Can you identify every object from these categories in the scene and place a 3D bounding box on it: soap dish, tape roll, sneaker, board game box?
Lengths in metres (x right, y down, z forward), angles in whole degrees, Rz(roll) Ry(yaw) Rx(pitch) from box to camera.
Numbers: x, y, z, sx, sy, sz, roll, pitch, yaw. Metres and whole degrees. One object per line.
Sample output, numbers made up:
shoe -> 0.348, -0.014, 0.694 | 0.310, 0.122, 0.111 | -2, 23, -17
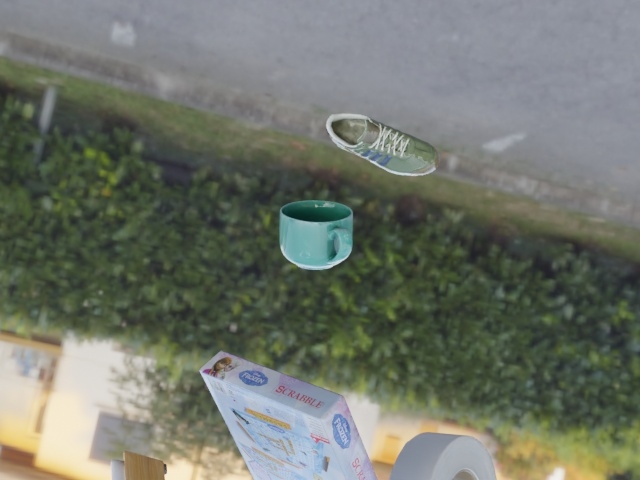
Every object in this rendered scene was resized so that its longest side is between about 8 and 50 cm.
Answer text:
soap dish -> -0.378, 0.607, 1.980 | 0.118, 0.291, 0.229 | -4, 158, -13
tape roll -> 0.249, 0.532, 1.883 | 0.100, 0.286, 0.286 | -5, 164, 38
sneaker -> 0.091, -0.156, 1.489 | 0.192, 0.064, 0.086 | 21, 176, 23
board game box -> -0.044, 0.372, 1.696 | 0.319, 0.066, 0.318 | 13, 134, 43

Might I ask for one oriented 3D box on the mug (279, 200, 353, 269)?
mug -> -0.009, -0.002, 1.630 | 0.129, 0.097, 0.158 | 3, -160, 2
